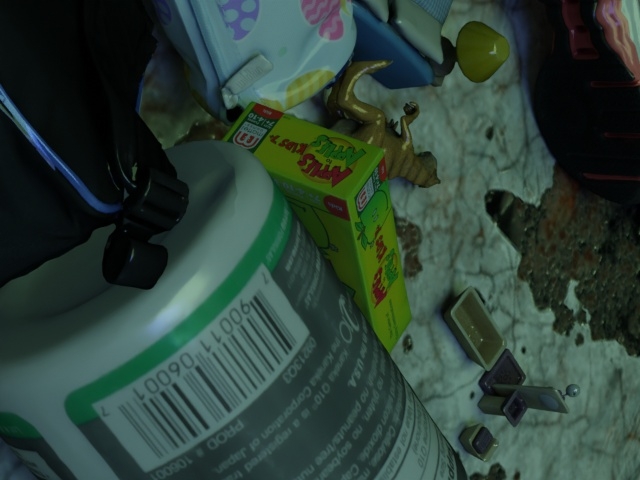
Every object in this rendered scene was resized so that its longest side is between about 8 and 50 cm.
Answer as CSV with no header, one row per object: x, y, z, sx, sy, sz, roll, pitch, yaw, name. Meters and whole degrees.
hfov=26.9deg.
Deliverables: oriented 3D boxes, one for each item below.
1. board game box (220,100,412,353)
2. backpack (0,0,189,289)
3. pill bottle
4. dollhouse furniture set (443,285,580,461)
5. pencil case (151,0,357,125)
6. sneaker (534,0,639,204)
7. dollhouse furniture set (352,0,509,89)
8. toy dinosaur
0.000,0.000,0.841,0.043,0.092,0.181,-56,153,-27,board game box
-0.192,-0.109,0.632,0.277,0.213,0.263,61,16,-20,backpack
-0.032,0.138,0.792,0.204,0.204,0.361,-49,120,-30,pill bottle
0.138,0.100,1.019,0.091,0.081,0.114,-50,120,-29,dollhouse furniture set
-0.069,-0.191,0.766,0.124,0.113,0.273,-58,146,-26,pencil case
0.245,-0.180,1.067,0.136,0.116,0.314,-31,119,-31,sneaker
0.081,-0.292,0.896,0.303,0.198,0.286,36,68,-36,dollhouse furniture set
0.020,-0.067,0.931,0.211,0.064,0.112,-4,94,-41,toy dinosaur
